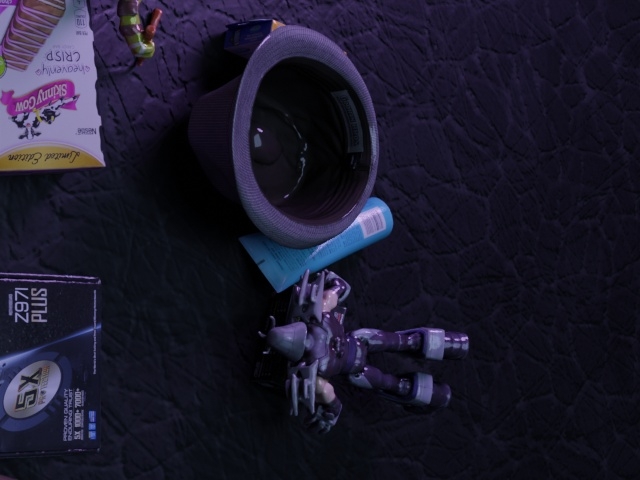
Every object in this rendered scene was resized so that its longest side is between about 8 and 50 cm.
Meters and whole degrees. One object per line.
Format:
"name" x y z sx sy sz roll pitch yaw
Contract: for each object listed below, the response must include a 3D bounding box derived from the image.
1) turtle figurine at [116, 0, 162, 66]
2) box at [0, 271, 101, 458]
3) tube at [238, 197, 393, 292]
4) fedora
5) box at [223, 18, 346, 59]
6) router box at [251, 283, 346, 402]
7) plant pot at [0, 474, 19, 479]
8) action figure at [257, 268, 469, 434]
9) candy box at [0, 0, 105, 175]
"turtle figurine" -0.202 -0.316 1.762 0.087 0.217 0.269 3 96 -6
"box" -0.297 0.123 1.684 0.147 0.077 0.180 5 83 -44
"tube" 0.000 0.000 2.005 0.207 0.052 0.080 -21 63 -43
"fedora" -0.055 -0.113 1.907 0.275 0.124 0.244 11 83 -52
"box" -0.046 -0.220 1.958 0.136 0.081 0.028 16 75 -42
"router box" -0.024 0.121 1.980 0.092 0.038 0.122 28 68 -39
"plant pot" -0.305 0.307 1.533 0.229 0.263 0.263 41 60 -32
"action figure" 0.037 0.135 1.951 0.285 0.099 0.185 16 83 -40
"candy box" -0.306 -0.182 1.705 0.159 0.071 0.233 -6 91 -45
